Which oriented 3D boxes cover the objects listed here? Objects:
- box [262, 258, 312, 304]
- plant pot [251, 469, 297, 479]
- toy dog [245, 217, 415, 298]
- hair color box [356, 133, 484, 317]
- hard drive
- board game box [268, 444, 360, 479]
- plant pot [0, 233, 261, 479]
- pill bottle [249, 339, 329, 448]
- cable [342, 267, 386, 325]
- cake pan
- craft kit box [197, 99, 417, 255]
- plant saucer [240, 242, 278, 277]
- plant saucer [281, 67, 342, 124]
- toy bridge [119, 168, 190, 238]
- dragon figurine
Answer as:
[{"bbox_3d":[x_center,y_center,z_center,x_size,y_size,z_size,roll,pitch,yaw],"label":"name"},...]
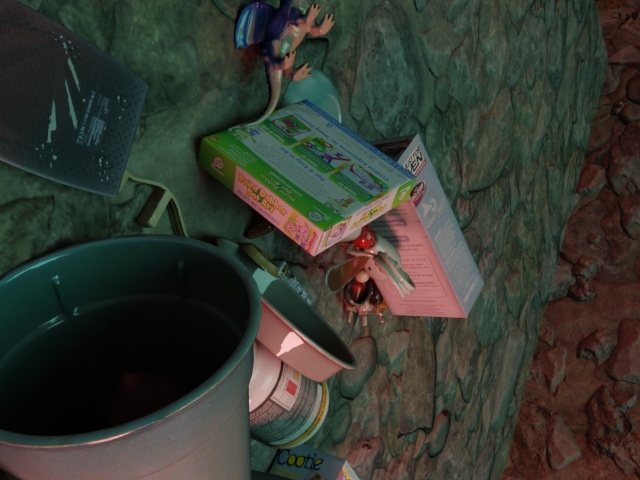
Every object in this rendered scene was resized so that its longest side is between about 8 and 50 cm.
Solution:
[{"bbox_3d":[-0.069,0.112,1.320,0.094,0.027,0.137,-63,143,-29],"label":"box"},{"bbox_3d":[-0.138,0.488,1.111,0.293,0.235,0.292,-18,112,-54],"label":"plant pot"},{"bbox_3d":[0.000,0.000,1.269,0.333,0.161,0.220,46,13,-19],"label":"toy dog"},{"bbox_3d":[0.168,-0.018,1.441,0.113,0.185,0.374,-53,126,-37],"label":"hair color box"},{"bbox_3d":[-0.320,-0.160,0.834,0.255,0.054,0.172,25,76,-57],"label":"hard drive"},{"bbox_3d":[-0.047,0.542,1.351,0.275,0.144,0.142,-59,142,-29],"label":"board game box"},{"bbox_3d":[-0.223,0.220,0.858,0.341,0.341,0.334,-44,141,-44],"label":"plant pot"},{"bbox_3d":[-0.109,0.223,1.159,0.278,0.162,0.162,51,56,-51],"label":"pill bottle"},{"bbox_3d":[0.093,0.040,1.558,0.139,0.072,0.287,6,80,-41],"label":"cable"},{"bbox_3d":[-0.067,0.111,1.121,0.054,0.293,0.293,-47,144,3],"label":"cake pan"},{"bbox_3d":[-0.017,-0.109,1.126,0.247,0.250,0.061,-28,149,-45],"label":"craft kit box"},{"bbox_3d":[-0.097,0.029,1.205,0.015,0.083,0.083,-47,144,2],"label":"plant saucer"},{"bbox_3d":[-0.004,-0.219,1.331,0.195,0.037,0.194,-18,112,-55],"label":"plant saucer"},{"bbox_3d":[-0.235,-0.047,1.022,0.188,0.026,0.063,56,49,-47],"label":"toy bridge"},{"bbox_3d":[-0.076,-0.324,1.145,0.085,0.144,0.289,5,113,-59],"label":"dragon figurine"}]
